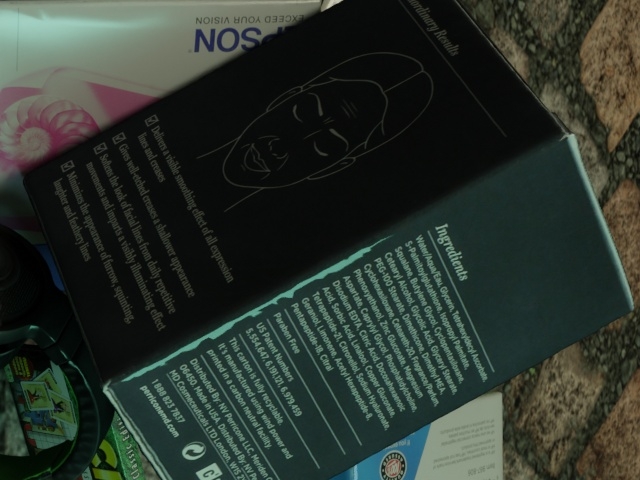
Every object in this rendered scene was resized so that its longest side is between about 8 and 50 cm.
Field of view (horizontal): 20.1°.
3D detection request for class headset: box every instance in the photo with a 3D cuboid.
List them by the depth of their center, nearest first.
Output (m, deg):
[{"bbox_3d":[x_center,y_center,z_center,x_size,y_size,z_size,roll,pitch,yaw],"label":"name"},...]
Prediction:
[{"bbox_3d":[-0.331,0.046,1.512,0.394,0.243,0.185,52,33,-22],"label":"headset"}]

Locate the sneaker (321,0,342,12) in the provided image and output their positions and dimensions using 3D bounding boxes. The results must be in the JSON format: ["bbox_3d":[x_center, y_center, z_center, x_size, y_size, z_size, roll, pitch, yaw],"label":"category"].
[{"bbox_3d":[0.041,-0.261,2.041,0.235,0.094,0.153,-11,102,-50],"label":"sneaker"}]

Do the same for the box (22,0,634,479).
[{"bbox_3d":[0.000,0.000,1.475,0.395,0.293,0.212,-29,131,0],"label":"box"}]

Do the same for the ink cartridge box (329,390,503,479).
[{"bbox_3d":[0.068,0.376,2.048,0.285,0.166,0.394,-5,94,-50],"label":"ink cartridge box"}]

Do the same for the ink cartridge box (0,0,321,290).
[{"bbox_3d":[-0.176,-0.076,1.584,0.324,0.071,0.330,-4,123,-17],"label":"ink cartridge box"}]

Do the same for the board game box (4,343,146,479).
[{"bbox_3d":[-0.219,0.225,1.714,0.030,0.136,0.259,-32,116,-47],"label":"board game box"}]
